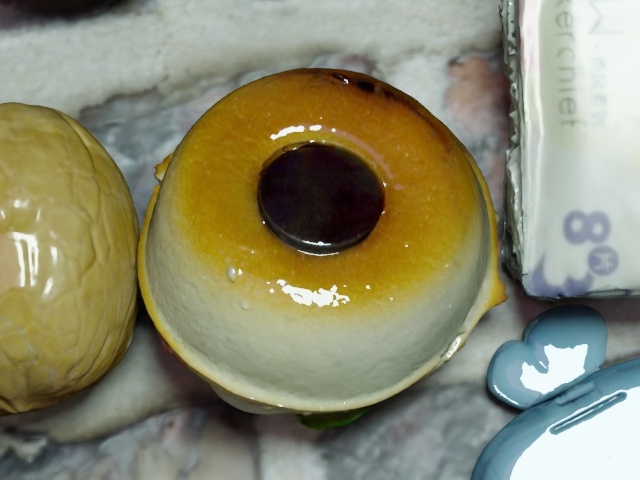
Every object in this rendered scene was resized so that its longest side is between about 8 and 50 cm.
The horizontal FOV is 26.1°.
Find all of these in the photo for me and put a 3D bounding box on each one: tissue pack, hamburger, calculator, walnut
[{"bbox_3d":[0.281,-0.084,0.827,0.344,0.125,0.242,-1,88,7],"label":"tissue pack"},{"bbox_3d":[-0.003,-0.003,0.845,0.237,0.147,0.237,1,64,-3],"label":"hamburger"},{"bbox_3d":[0.196,0.176,0.816,0.188,0.042,0.302,-28,73,-2],"label":"calculator"},{"bbox_3d":[-0.193,0.010,0.856,0.165,0.165,0.197,-5,79,5],"label":"walnut"}]
